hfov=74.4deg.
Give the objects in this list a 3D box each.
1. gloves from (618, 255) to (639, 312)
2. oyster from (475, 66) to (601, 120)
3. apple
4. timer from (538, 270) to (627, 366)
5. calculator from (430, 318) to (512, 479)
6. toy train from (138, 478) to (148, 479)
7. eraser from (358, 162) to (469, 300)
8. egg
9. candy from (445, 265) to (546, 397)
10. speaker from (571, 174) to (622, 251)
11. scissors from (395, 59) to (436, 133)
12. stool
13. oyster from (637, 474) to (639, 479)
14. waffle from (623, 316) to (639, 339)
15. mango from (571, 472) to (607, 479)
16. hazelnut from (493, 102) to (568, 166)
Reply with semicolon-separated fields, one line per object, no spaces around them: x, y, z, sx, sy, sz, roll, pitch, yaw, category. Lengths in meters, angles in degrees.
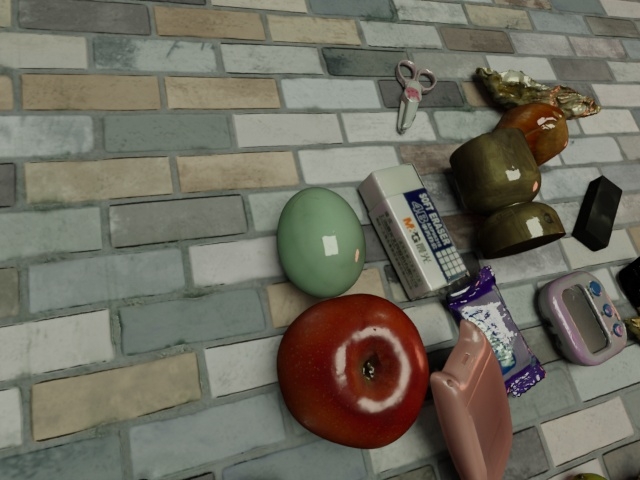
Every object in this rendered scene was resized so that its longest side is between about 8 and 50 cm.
0.882;0.129;1.091;0.129;0.106;0.180;-33;79;-28;gloves
0.598;-0.398;1.181;0.342;0.110;0.166;18;27;-7;oyster
0.057;0.222;0.726;0.261;0.216;0.260;5;72;-15;apple
0.621;0.183;1.005;0.191;0.069;0.208;-15;77;-24;timer
0.297;0.325;0.780;0.220;0.048;0.329;-42;117;-43;calculator
-0.181;0.446;0.629;0.297;0.100;0.160;7;61;-15;toy train
0.203;-0.023;0.936;0.131;0.086;0.286;-17;76;-25;eraser
0.000;0.000;0.812;0.168;0.168;0.230;0;58;-18;egg
0.380;0.202;0.920;0.145;0.070;0.275;-23;83;-18;candy
0.768;-0.077;1.164;0.082;0.044;0.218;37;63;-2;speaker
0.237;-0.378;1.109;0.118;0.030;0.241;22;63;-8;scissors
0.430;-0.107;0.990;0.179;0.179;0.263;-8;73;-21;stool
0.804;0.596;0.885;0.352;0.115;0.237;31;64;-5;oyster
0.786;0.232;1.033;0.153;0.023;0.097;4;81;-38;waffle
0.545;0.564;0.829;0.122;0.085;0.190;13;66;-17;mango
0.551;-0.282;1.103;0.182;0.182;0.181;6;69;-16;hazelnut
